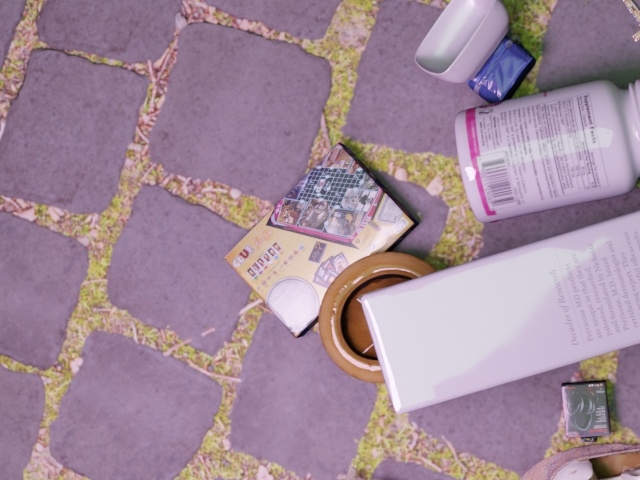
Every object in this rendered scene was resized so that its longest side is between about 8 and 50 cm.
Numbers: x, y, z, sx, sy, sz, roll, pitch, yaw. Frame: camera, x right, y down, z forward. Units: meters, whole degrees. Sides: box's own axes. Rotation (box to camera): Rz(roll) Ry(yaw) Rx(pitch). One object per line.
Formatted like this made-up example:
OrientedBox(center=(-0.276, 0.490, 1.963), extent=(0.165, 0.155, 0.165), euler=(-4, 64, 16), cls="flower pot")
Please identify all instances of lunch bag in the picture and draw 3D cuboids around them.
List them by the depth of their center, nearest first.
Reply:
OrientedBox(center=(0.253, -0.241, 1.832), extent=(0.065, 0.067, 0.098), euler=(36, 97, 11), cls="lunch bag")

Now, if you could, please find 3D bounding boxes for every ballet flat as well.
OrientedBox(center=(0.406, 0.323, 1.769), extent=(0.316, 0.106, 0.108), euler=(-18, 85, 14), cls="ballet flat")

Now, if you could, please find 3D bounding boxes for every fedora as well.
OrientedBox(center=(0.096, 0.110, 1.861), extent=(0.194, 0.079, 0.194), euler=(-1, 87, 10), cls="fedora")

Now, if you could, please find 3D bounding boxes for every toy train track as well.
OrientedBox(center=(0.443, -0.308, 1.811), extent=(0.048, 0.014, 0.083), euler=(-37, 81, 11), cls="toy train track")

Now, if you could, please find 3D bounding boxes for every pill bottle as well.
OrientedBox(center=(0.335, -0.127, 1.763), extent=(0.283, 0.160, 0.160), euler=(-11, 87, 14), cls="pill bottle")

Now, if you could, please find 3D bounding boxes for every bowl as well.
OrientedBox(center=(0.203, -0.282, 1.822), extent=(0.053, 0.142, 0.142), euler=(32, 98, -24), cls="bowl")

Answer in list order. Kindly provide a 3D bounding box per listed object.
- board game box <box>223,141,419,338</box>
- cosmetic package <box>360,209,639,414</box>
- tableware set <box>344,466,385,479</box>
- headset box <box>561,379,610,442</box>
OrientedBox(center=(0.000, 0.000, 1.908), extent=(0.243, 0.042, 0.165), euler=(-44, 80, 10), cls="board game box")
OrientedBox(center=(0.289, 0.082, 1.693), extent=(0.453, 0.230, 0.162), euler=(-16, 85, 1), cls="cosmetic package")
OrientedBox(center=(0.059, 0.428, 1.894), extent=(0.128, 0.039, 0.194), euler=(27, 102, 1), cls="tableware set")
OrientedBox(center=(0.369, 0.238, 1.817), extent=(0.062, 0.032, 0.083), euler=(-5, 87, 14), cls="headset box")
